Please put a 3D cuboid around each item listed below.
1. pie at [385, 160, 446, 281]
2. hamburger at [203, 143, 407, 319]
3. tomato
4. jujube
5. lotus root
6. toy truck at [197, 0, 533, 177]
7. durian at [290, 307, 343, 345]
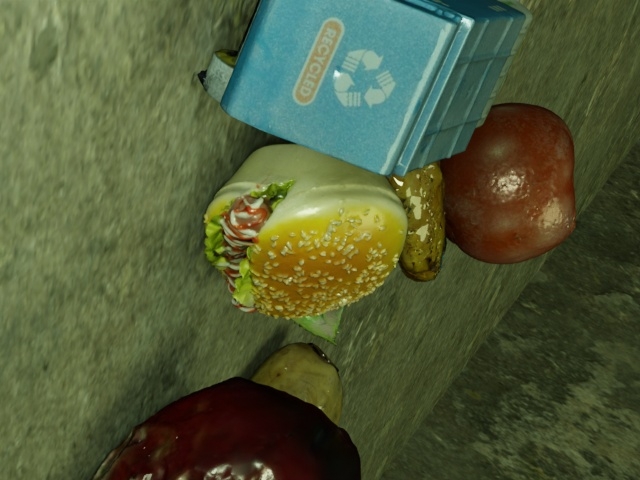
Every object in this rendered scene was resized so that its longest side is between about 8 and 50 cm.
[{"bbox_3d":[0.087,-0.084,1.363,0.273,0.069,0.273,0,90,-84],"label":"pie"},{"bbox_3d":[-0.014,-0.001,1.224,0.210,0.173,0.116,95,-6,-63],"label":"hamburger"},{"bbox_3d":[0.234,-0.073,1.824,0.208,0.184,0.208,-3,90,-82],"label":"tomato"},{"bbox_3d":[-0.125,0.297,1.324,0.377,0.258,0.258,-43,164,-8],"label":"jujube"},{"bbox_3d":[-0.051,0.217,1.618,0.221,0.125,0.118,-59,-168,-16],"label":"lotus root"},{"bbox_3d":[0.043,-0.148,1.058,0.146,0.175,0.367,-65,165,20],"label":"toy truck"},{"bbox_3d":[0.000,0.000,1.370,0.086,0.100,0.215,-40,146,-49],"label":"durian"}]
